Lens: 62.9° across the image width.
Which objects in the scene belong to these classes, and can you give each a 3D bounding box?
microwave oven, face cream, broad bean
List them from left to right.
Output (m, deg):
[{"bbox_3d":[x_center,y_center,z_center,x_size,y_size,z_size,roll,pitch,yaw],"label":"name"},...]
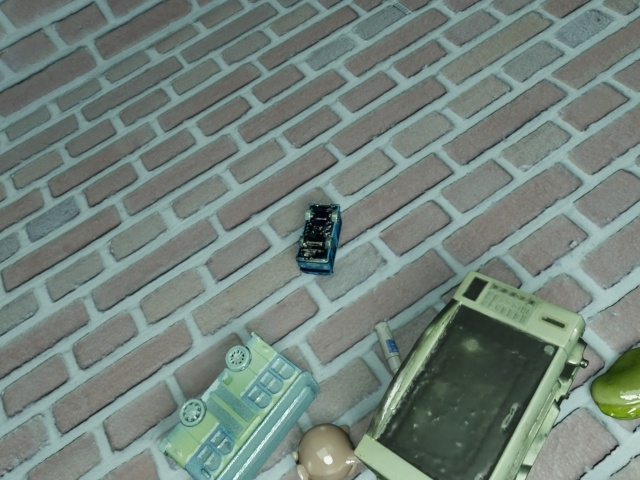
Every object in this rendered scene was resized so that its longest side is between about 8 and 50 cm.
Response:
[{"bbox_3d":[0.159,0.251,1.193,0.034,0.034,0.130,-18,56,2],"label":"face cream"},{"bbox_3d":[0.286,0.310,0.949,0.247,0.333,0.394,27,69,30],"label":"microwave oven"},{"bbox_3d":[0.613,0.280,1.027,0.174,0.082,0.124,-41,19,-6],"label":"broad bean"}]

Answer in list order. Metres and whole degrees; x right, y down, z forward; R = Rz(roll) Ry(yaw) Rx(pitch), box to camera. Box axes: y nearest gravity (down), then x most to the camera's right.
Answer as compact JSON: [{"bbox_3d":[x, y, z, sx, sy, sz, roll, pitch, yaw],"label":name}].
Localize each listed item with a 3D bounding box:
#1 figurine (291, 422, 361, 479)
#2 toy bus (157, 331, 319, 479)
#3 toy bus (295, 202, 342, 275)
[{"bbox_3d":[0.014,0.438,1.067,0.138,0.125,0.125,-17,56,-13],"label":"figurine"},{"bbox_3d":[-0.168,0.377,1.121,0.190,0.152,0.312,31,69,28],"label":"toy bus"},{"bbox_3d":[0.000,0.000,1.341,0.090,0.106,0.184,5,55,12],"label":"toy bus"}]
